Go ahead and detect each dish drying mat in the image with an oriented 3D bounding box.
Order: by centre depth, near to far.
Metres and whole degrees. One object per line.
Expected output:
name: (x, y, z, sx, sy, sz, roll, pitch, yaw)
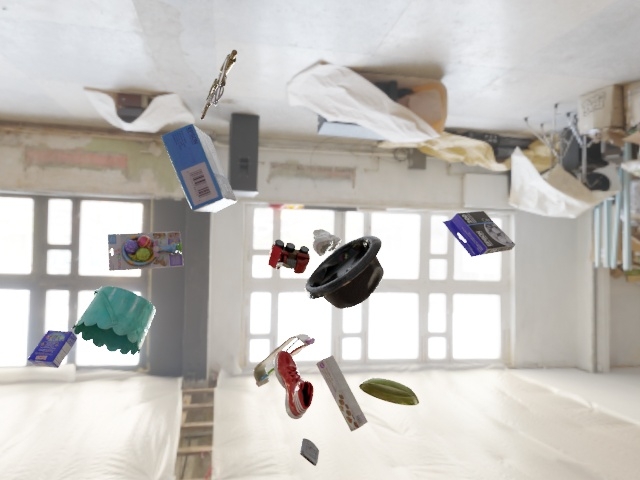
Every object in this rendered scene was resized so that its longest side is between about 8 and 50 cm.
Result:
dish drying mat: (-0.144, 0.051, 1.479, 0.032, 0.083, 0.008, 30, -146, 15)

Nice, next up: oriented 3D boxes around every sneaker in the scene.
sneaker: (-0.071, 0.429, 1.460, 0.087, 0.221, 0.128, 0, 145, -36)
sneaker: (0.000, 0.000, 1.994, 0.115, 0.090, 0.232, 39, -167, 13)

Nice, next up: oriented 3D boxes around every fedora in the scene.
fedora: (0.109, 0.133, 1.689, 0.334, 0.152, 0.334, -33, -162, 12)

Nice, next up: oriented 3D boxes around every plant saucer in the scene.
plant saucer: (0.272, 0.590, 1.841, 0.241, 0.037, 0.240, 15, 151, 9)

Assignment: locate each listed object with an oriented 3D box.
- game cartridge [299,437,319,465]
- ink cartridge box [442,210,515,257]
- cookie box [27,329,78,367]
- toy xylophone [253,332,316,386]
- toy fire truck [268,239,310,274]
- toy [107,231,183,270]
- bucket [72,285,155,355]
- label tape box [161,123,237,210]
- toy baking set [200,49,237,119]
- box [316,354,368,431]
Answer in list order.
game cartridge: (-0.033, 0.634, 1.411, 0.017, 0.055, 0.083, -19, 123, 29)
ink cartridge box: (0.614, -0.030, 1.824, 0.209, 0.206, 0.045, -8, 138, -27)
cookie box: (-0.802, 0.324, 1.404, 0.092, 0.107, 0.040, 1, 135, 16)
toy xylophone: (-0.155, 0.513, 2.086, 0.323, 0.081, 0.236, -44, 165, 19)
toy fire truck: (-0.163, 0.114, 2.495, 0.217, 0.158, 0.246, 15, -143, -11)
toy: (-0.588, 0.025, 1.582, 0.238, 0.136, 0.056, -1, 155, -26)
bucket: (-0.810, 0.318, 1.861, 0.282, 0.182, 0.281, 10, 145, 7)
label tape box: (-0.383, -0.228, 1.570, 0.115, 0.248, 0.347, -22, -178, 3)
toy baking set: (-0.288, -0.450, 1.350, 0.030, 0.196, 0.256, 22, 160, -23)
box: (0.092, 0.660, 2.032, 0.067, 0.323, 0.063, -7, 149, -47)
